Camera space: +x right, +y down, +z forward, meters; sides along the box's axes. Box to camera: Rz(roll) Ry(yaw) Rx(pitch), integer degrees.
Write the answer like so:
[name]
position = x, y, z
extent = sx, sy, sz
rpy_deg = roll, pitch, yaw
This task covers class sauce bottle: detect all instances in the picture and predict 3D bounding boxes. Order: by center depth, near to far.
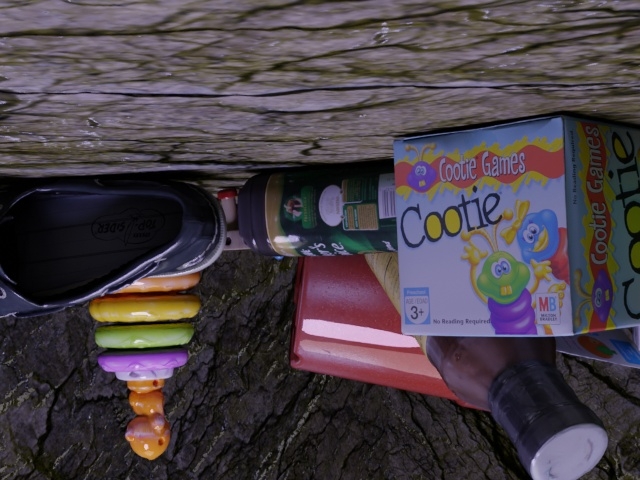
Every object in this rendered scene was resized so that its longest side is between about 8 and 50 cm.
[sauce bottle]
position = 0.139, 0.071, 0.971
extent = 0.111, 0.111, 0.344
rpy_deg = -1, -145, -25

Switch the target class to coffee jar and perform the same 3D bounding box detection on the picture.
[coffee jar]
position = 0.022, -0.026, 0.969
extent = 0.184, 0.079, 0.096
rpy_deg = -2, 178, 24

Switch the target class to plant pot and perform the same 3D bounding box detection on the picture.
[plant pot]
position = 0.105, 0.059, 1.236
extent = 0.265, 0.272, 0.272
rpy_deg = 7, 177, -3

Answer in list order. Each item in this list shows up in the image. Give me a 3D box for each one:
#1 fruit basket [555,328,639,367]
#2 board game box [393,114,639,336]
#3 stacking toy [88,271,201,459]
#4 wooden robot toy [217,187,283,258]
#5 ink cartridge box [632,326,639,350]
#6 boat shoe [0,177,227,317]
[fruit basket]
position = 0.291, 0.070, 1.639
extent = 0.353, 0.165, 0.327
rpy_deg = 7, -155, -18
[board game box]
position = 0.196, -0.006, 0.823
extent = 0.144, 0.142, 0.275
rpy_deg = -4, 177, 43
[stacking toy]
position = -0.205, 0.104, 1.272
extent = 0.166, 0.302, 0.175
rpy_deg = -4, 178, 38
[wooden robot toy]
position = -0.063, -0.018, 1.153
extent = 0.173, 0.076, 0.079
rpy_deg = -2, -179, 23
[ink cartridge box]
position = 0.487, 0.042, 1.476
extent = 0.121, 0.211, 0.289
rpy_deg = -1, 177, 14
[boat shoe]
position = -0.259, 0.006, 0.982
extent = 0.340, 0.127, 0.113
rpy_deg = -4, 177, 2
